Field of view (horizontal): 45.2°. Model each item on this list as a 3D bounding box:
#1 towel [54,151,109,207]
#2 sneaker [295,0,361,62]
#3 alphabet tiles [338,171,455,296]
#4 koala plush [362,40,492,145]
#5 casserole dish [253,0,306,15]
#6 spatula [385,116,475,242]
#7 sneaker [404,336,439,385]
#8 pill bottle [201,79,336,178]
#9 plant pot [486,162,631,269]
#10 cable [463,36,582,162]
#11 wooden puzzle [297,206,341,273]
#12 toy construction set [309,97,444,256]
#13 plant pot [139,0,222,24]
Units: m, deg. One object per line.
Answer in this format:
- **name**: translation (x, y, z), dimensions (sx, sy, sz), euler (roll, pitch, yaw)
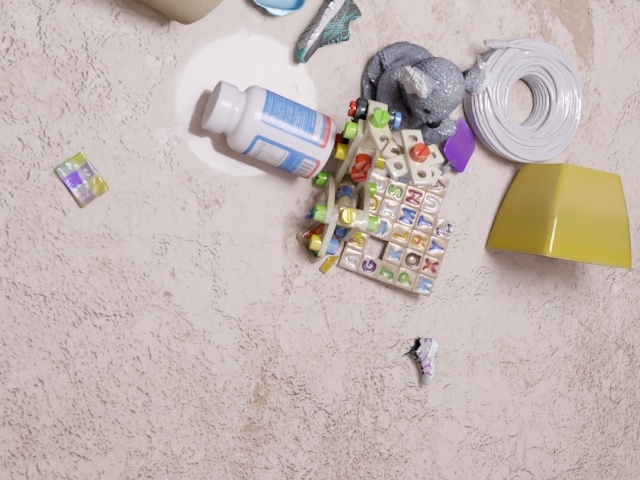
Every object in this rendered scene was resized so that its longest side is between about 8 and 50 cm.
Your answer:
- **towel**: translation (-0.411, -0.105, 1.329), dimensions (0.060, 0.009, 0.083), euler (-35, 105, -14)
- **sneaker**: translation (0.020, -0.394, 1.448), dimensions (0.076, 0.065, 0.166), euler (38, 82, -23)
- **alphabet tiles**: translation (0.165, -0.029, 1.524), dimensions (0.198, 0.009, 0.237), euler (19, 91, -9)
- **koala plush**: translation (0.191, -0.284, 1.434), dimensions (0.196, 0.221, 0.203), euler (-3, 94, -20)
- **casserole dish**: translation (-0.078, -0.505, 1.415), dimensions (0.114, 0.037, 0.188), euler (3, 93, -21)
- **spatula**: translation (0.223, -0.114, 1.557), dimensions (0.296, 0.030, 0.084), euler (-51, 125, -6)
- **sneaker**: translation (0.202, 0.245, 1.576), dimensions (0.069, 0.038, 0.098), euler (13, 80, -20)
- **pill bottle**: translation (-0.094, -0.204, 1.383), dimensions (0.221, 0.124, 0.124), euler (21, 86, -21)
- **plant pot**: translation (0.496, -0.055, 1.570), dimensions (0.212, 0.212, 0.187), euler (9, 91, -21)
- **cable**: translation (0.420, -0.288, 1.594), dimensions (0.257, 0.089, 0.257), euler (-8, 97, -21)
- **wooden puzzle**: translation (0.000, 0.000, 1.491), dimensions (0.078, 0.014, 0.116), euler (-40, 106, -14)
- **toy construction set**: translation (0.080, -0.120, 1.370), dimensions (0.151, 0.327, 0.215), euler (21, 59, -21)
- **plant pot**: translation (-0.272, -0.497, 1.252), dimensions (0.256, 0.256, 0.274), euler (-52, 126, -10)
